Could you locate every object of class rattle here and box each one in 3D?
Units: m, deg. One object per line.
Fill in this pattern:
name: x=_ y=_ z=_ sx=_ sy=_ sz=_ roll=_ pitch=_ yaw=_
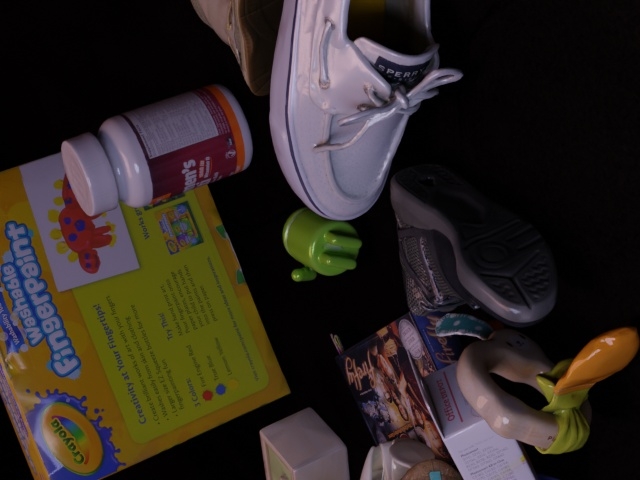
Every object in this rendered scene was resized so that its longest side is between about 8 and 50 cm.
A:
rattle: x=0.182 y=0.079 z=1.066 sx=0.200 sy=0.130 sz=0.143 roll=-99 pitch=13 yaw=-58

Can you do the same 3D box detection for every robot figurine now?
robot figurine: x=0.000 y=0.000 z=1.391 sx=0.115 sy=0.067 sz=0.101 roll=29 pitch=108 yaw=57

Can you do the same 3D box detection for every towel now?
towel: x=0.036 y=0.153 z=1.494 sx=0.083 sy=0.009 sz=0.060 roll=64 pitch=-177 yaw=11

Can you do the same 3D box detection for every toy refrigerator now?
toy refrigerator: x=-0.018 y=0.382 z=1.733 sx=0.102 sy=0.094 sz=0.270 roll=42 pitch=145 yaw=47

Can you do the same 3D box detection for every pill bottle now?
pill bottle: x=-0.208 y=-0.113 z=1.551 sx=0.121 sy=0.221 sz=0.121 roll=48 pitch=150 yaw=39

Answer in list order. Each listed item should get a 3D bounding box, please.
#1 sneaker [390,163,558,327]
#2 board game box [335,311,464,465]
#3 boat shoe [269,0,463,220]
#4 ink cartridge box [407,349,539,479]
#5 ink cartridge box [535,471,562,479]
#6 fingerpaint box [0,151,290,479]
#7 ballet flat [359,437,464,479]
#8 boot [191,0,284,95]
sneaker: x=0.139 y=0.032 z=1.097 sx=0.227 sy=0.087 sz=0.130 roll=44 pitch=149 yaw=50
board game box: x=0.104 y=0.172 z=1.345 sx=0.165 sy=0.042 sz=0.243 roll=65 pitch=157 yaw=8
boat shoe: x=0.054 y=-0.161 z=1.077 sx=0.156 sy=0.135 sz=0.367 roll=39 pitch=134 yaw=44
ink cartridge box: x=0.150 y=0.181 z=1.130 sx=0.181 sy=0.061 sz=0.104 roll=61 pitch=-174 yaw=-26
ink cartridge box: x=0.240 y=0.380 z=1.211 sx=0.185 sy=0.065 sz=0.311 roll=7 pitch=114 yaw=64
fingerpaint box: x=-0.306 y=0.091 z=1.760 sx=0.445 sy=0.371 sz=0.163 roll=67 pitch=157 yaw=0
ballet flat: x=0.088 y=0.268 z=1.262 sx=0.342 sy=0.116 sz=0.124 roll=116 pitch=146 yaw=-78
boot: x=-0.090 y=-0.285 z=1.332 sx=0.165 sy=0.077 sz=0.213 roll=54 pitch=156 yaw=34
